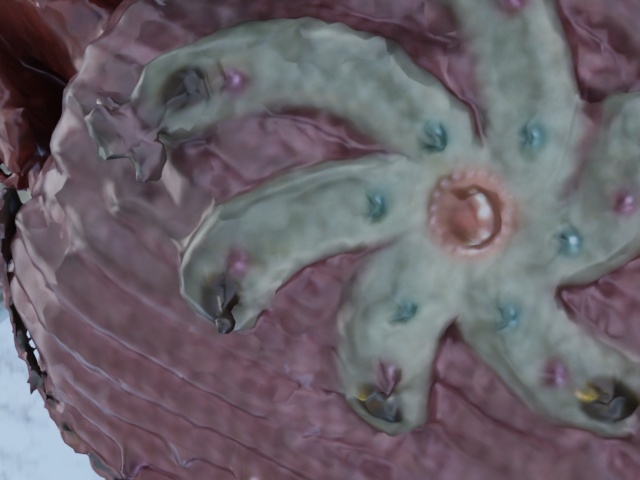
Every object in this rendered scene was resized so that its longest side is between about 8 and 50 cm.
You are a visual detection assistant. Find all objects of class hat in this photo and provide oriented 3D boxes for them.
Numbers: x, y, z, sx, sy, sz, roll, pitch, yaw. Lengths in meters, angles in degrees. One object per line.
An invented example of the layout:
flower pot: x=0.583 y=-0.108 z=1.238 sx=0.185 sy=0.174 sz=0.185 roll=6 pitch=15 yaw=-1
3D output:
hat: x=0.000 y=0.000 z=0.460 sx=0.286 sy=0.107 sz=0.237 roll=40 pitch=-67 yaw=25

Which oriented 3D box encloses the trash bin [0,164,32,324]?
trash bin: x=-0.321 y=0.008 z=0.936 sx=0.432 sy=0.280 sz=0.280 roll=-34 pitch=-99 yaw=28
